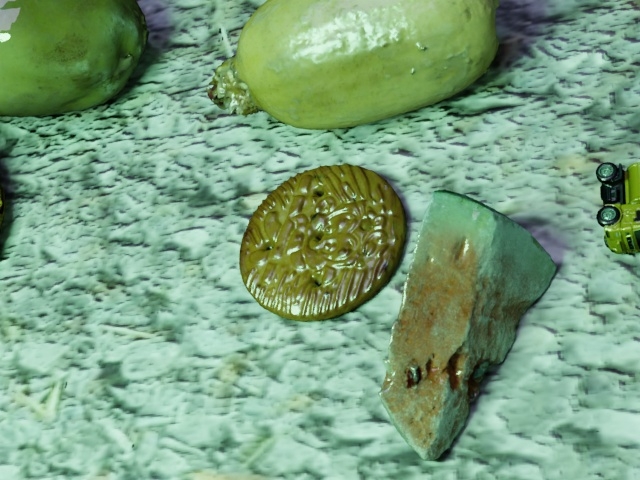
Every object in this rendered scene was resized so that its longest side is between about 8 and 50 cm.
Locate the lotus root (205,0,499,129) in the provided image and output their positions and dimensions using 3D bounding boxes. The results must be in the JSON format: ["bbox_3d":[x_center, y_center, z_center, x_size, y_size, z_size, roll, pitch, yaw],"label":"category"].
[{"bbox_3d":[0.028,-0.206,1.351,0.342,0.169,0.151,-15,13,15],"label":"lotus root"}]

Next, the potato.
[{"bbox_3d":[-0.376,-0.262,1.537,0.326,0.243,0.221,22,112,35],"label":"potato"}]

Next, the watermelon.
[{"bbox_3d":[0.118,0.079,1.159,0.094,0.154,0.241,18,81,33],"label":"watermelon"}]

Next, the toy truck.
[{"bbox_3d":[0.289,-0.029,1.187,0.054,0.049,0.083,-6,56,20],"label":"toy truck"}]

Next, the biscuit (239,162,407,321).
[{"bbox_3d":[-0.001,0.000,1.320,0.187,0.027,0.188,-12,55,17],"label":"biscuit"}]

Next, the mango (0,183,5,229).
[{"bbox_3d":[-0.465,-0.063,1.520,0.167,0.130,0.262,-42,56,1],"label":"mango"}]
